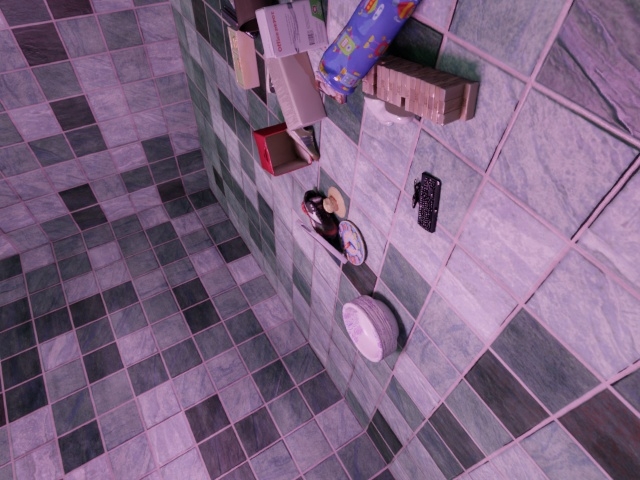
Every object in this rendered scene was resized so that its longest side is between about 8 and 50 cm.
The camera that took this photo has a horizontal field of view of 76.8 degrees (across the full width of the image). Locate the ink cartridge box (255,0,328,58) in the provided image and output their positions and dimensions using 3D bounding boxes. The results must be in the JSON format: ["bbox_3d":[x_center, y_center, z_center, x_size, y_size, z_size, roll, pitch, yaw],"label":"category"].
[{"bbox_3d":[-0.094,-0.704,1.341,0.087,0.208,0.153,33,141,54],"label":"ink cartridge box"}]

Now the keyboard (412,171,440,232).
[{"bbox_3d":[0.314,-0.113,1.241,0.100,0.038,0.192,43,148,45],"label":"keyboard"}]

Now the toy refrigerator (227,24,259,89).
[{"bbox_3d":[-0.372,-0.884,1.951,0.102,0.094,0.270,48,151,39],"label":"toy refrigerator"}]

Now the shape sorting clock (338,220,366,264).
[{"bbox_3d":[0.132,0.012,1.778,0.206,0.040,0.206,48,152,36],"label":"shape sorting clock"}]

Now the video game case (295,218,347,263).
[{"bbox_3d":[0.000,0.000,1.913,0.204,0.025,0.285,42,179,-28],"label":"video game case"}]

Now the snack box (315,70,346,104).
[{"bbox_3d":[0.036,-0.551,1.451,0.178,0.022,0.064,47,150,40],"label":"snack box"}]

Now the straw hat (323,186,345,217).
[{"bbox_3d":[0.048,-0.158,1.771,0.144,0.061,0.145,50,154,36],"label":"straw hat"}]

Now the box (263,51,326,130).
[{"bbox_3d":[-0.100,-0.602,1.575,0.148,0.121,0.311,11,122,64],"label":"box"}]

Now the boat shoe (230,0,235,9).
[{"bbox_3d":[-0.351,-1.044,1.744,0.268,0.096,0.088,65,162,6],"label":"boat shoe"}]

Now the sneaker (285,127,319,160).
[{"bbox_3d":[-0.054,-0.431,1.717,0.192,0.086,0.064,43,-174,-23],"label":"sneaker"}]

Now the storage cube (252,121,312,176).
[{"bbox_3d":[-0.177,-0.419,1.826,0.193,0.214,0.184,41,148,58],"label":"storage cube"}]

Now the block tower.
[{"bbox_3d":[0.241,-0.396,1.045,0.335,0.097,0.091,43,149,43],"label":"block tower"}]

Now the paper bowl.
[{"bbox_3d":[0.232,0.373,1.771,0.284,0.148,0.284,49,152,37],"label":"paper bowl"}]

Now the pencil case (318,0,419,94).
[{"bbox_3d":[0.113,-0.525,1.021,0.133,0.119,0.306,48,128,7],"label":"pencil case"}]

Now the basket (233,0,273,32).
[{"bbox_3d":[-0.272,-0.966,1.576,0.204,0.154,0.227,18,124,61],"label":"basket"}]

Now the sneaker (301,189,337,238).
[{"bbox_3d":[-0.006,-0.129,1.861,0.276,0.097,0.135,58,158,33],"label":"sneaker"}]

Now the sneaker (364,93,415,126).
[{"bbox_3d":[0.210,-0.372,1.189,0.212,0.080,0.094,52,167,47],"label":"sneaker"}]

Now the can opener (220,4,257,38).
[{"bbox_3d":[-0.356,-0.956,1.778,0.186,0.059,0.073,29,159,-27],"label":"can opener"}]

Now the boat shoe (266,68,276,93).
[{"bbox_3d":[-0.185,-0.745,1.719,0.079,0.084,0.233,13,126,16],"label":"boat shoe"}]
